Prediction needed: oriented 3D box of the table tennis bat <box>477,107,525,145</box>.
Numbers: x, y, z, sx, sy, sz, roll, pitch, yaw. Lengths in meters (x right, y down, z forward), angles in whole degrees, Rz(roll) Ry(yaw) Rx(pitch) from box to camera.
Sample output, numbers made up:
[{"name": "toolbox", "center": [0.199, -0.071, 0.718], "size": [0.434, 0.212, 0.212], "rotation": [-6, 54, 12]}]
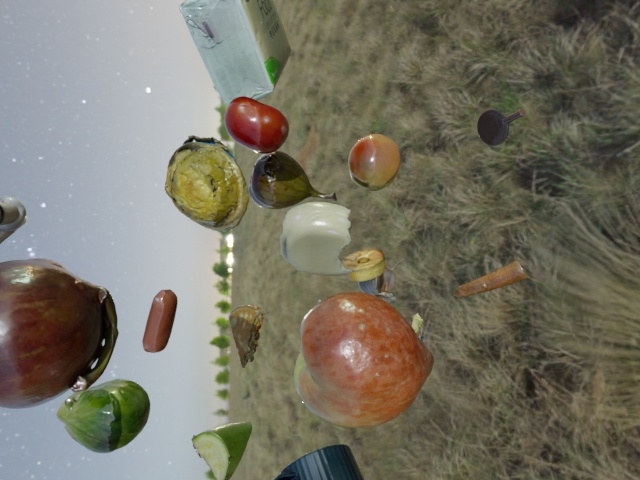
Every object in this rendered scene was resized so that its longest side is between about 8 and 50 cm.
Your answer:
[{"name": "table tennis bat", "center": [0.473, -0.318, 1.317], "size": [0.170, 0.119, 0.108], "rotation": [-22, 90, 64]}]

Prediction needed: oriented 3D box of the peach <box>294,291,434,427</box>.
[{"name": "peach", "center": [0.072, 0.194, 0.760], "size": [0.232, 0.232, 0.233], "rotation": [-179, 90, -80]}]

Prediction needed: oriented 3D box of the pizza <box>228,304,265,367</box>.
[{"name": "pizza", "center": [-0.230, 0.306, 1.496], "size": [0.188, 0.062, 0.199], "rotation": [-12, 75, 52]}]

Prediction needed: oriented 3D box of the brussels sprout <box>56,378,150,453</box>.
[{"name": "brussels sprout", "center": [-0.715, 0.580, 1.549], "size": [0.210, 0.271, 0.220], "rotation": [-104, 29, -76]}]

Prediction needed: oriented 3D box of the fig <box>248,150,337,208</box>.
[{"name": "fig", "center": [-0.096, -0.187, 1.680], "size": [0.217, 0.320, 0.217], "rotation": [-159, 90, -86]}]

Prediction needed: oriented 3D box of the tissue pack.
[{"name": "tissue pack", "center": [-0.248, -0.666, 1.505], "size": [0.405, 0.205, 0.332], "rotation": [-84, -25, -53]}]

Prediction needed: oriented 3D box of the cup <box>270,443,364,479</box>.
[{"name": "cup", "center": [0.005, 0.746, 1.259], "size": [0.242, 0.307, 0.292], "rotation": [105, 149, -44]}]

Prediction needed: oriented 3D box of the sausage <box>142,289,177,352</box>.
[{"name": "sausage", "center": [-0.455, 0.230, 1.325], "size": [0.077, 0.077, 0.194], "rotation": [-129, 55, -74]}]

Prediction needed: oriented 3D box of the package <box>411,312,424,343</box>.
[{"name": "package", "center": [0.257, 0.266, 1.245], "size": [0.121, 0.031, 0.108], "rotation": [-52, -41, -62]}]

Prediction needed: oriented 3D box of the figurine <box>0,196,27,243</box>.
[{"name": "figurine", "center": [-0.872, -0.142, 1.124], "size": [0.323, 0.196, 0.320], "rotation": [54, 145, -3]}]

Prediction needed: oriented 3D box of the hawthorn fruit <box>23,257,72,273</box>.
[{"name": "hawthorn fruit", "center": [-0.816, 0.185, 1.288], "size": [0.298, 0.276, 0.277], "rotation": [-174, 84, -83]}]

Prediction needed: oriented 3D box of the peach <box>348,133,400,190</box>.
[{"name": "peach", "center": [0.173, -0.256, 1.522], "size": [0.184, 0.184, 0.184], "rotation": [-179, 90, -80]}]

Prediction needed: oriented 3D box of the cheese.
[{"name": "cheese", "center": [0.000, 0.000, 1.425], "size": [0.266, 0.233, 0.127], "rotation": [98, -176, -51]}]

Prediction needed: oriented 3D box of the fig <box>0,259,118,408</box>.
[{"name": "fig", "center": [-0.371, 0.119, 0.614], "size": [0.205, 0.205, 0.205], "rotation": [-179, 90, -80]}]

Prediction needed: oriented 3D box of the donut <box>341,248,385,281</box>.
[{"name": "donut", "center": [0.171, 0.101, 1.793], "size": [0.190, 0.174, 0.075], "rotation": [-144, 39, -67]}]

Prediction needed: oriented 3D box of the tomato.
[{"name": "tomato", "center": [-0.190, -0.335, 1.371], "size": [0.136, 0.195, 0.195], "rotation": [-65, 14, 6]}]

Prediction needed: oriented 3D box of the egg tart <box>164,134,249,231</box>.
[{"name": "egg tart", "center": [-0.333, -0.155, 1.320], "size": [0.107, 0.290, 0.291], "rotation": [-40, -40, -59]}]

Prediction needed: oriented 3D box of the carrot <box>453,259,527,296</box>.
[{"name": "carrot", "center": [0.489, 0.122, 1.363], "size": [0.061, 0.209, 0.061], "rotation": [54, -159, -31]}]

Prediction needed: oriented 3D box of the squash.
[{"name": "squash", "center": [-0.281, 0.693, 1.585], "size": [0.203, 0.111, 0.288], "rotation": [41, -177, 29]}]

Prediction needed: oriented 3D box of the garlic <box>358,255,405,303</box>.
[{"name": "garlic", "center": [0.308, 0.194, 2.158], "size": [0.207, 0.256, 0.207], "rotation": [62, -172, -15]}]
